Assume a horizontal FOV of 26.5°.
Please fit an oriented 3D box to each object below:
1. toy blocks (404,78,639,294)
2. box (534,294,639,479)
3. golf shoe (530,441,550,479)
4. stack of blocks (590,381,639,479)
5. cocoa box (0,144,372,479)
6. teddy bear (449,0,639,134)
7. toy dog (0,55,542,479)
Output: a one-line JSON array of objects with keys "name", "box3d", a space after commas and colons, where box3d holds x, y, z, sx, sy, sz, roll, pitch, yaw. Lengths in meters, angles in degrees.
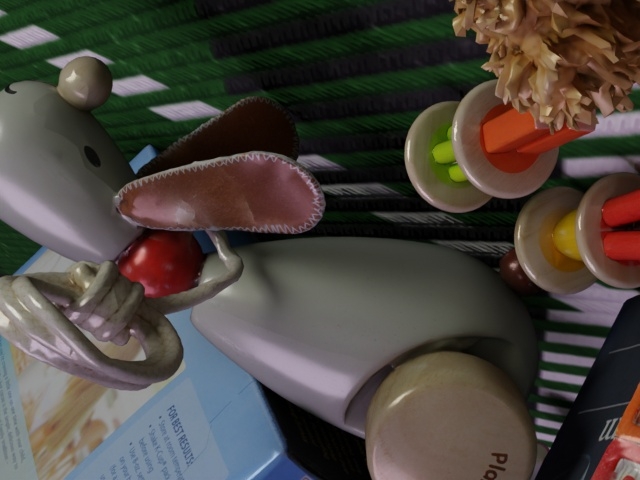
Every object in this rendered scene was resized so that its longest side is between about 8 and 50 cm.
[{"name": "toy blocks", "box3d": [0.116, -0.026, 0.576, 0.123, 0.054, 0.148, 36, 162, -16]}, {"name": "box", "box3d": [0.188, 0.213, 0.552, 0.212, 0.395, 0.293, 32, 163, -5]}, {"name": "golf shoe", "box3d": [0.245, 0.225, 1.004, 0.306, 0.140, 0.115, 13, 171, -26]}, {"name": "stack of blocks", "box3d": [0.171, 0.077, 0.355, 0.171, 0.297, 0.087, 17, 158, 42]}, {"name": "cocoa box", "box3d": [-0.079, 0.148, 0.878, 0.228, 0.231, 0.347, 41, -169, -35]}, {"name": "teddy bear", "box3d": [0.054, -0.119, 0.321, 0.338, 0.113, 0.245, 29, 161, 4]}, {"name": "toy dog", "box3d": [0.000, 0.000, 0.681, 0.333, 0.161, 0.220, 28, -168, -28]}]
